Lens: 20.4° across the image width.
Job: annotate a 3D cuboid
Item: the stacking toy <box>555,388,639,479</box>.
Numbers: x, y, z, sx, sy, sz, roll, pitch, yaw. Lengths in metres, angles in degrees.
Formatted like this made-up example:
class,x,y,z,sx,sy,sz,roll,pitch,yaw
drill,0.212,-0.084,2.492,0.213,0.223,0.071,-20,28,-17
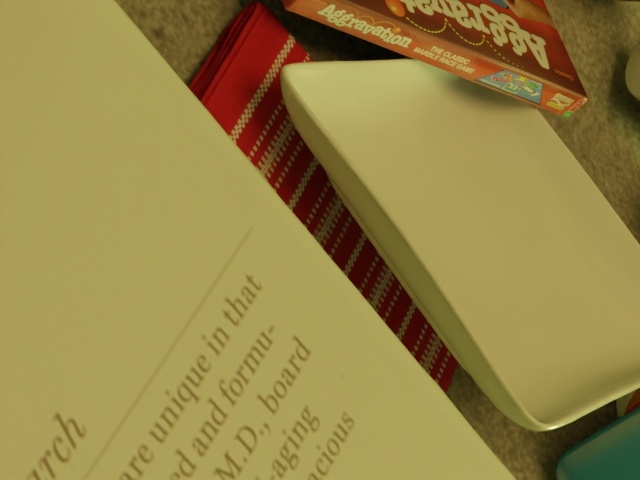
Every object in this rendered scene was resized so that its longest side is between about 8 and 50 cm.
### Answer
class,x,y,z,sx,sy,sz,roll,pitch,yaw
stacking toy,0.309,0.121,1.343,0.175,0.166,0.302,48,33,-10

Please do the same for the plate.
class,x,y,z,sx,sy,sz,roll,pitch,yaw
plate,0.114,-0.003,1.169,0.278,0.045,0.277,55,31,16

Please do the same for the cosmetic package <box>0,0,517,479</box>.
class,x,y,z,sx,sy,sz,roll,pitch,yaw
cosmetic package,-0.157,0.159,0.716,0.393,0.329,0.327,49,48,-20

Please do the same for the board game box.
class,x,y,z,sx,sy,sz,roll,pitch,yaw
board game box,0.068,-0.181,1.250,0.281,0.027,0.145,15,46,-41

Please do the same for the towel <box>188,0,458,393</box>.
class,x,y,z,sx,sy,sz,roll,pitch,yaw
towel,0.000,0.000,1.150,0.275,0.031,0.199,50,45,-23

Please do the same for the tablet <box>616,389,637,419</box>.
class,x,y,z,sx,sy,sz,roll,pitch,yaw
tablet,0.255,0.136,1.375,0.083,0.006,0.054,17,64,-40

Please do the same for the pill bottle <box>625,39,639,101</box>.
class,x,y,z,sx,sy,sz,roll,pitch,yaw
pill bottle,0.341,-0.103,1.469,0.187,0.112,0.112,36,53,-32
